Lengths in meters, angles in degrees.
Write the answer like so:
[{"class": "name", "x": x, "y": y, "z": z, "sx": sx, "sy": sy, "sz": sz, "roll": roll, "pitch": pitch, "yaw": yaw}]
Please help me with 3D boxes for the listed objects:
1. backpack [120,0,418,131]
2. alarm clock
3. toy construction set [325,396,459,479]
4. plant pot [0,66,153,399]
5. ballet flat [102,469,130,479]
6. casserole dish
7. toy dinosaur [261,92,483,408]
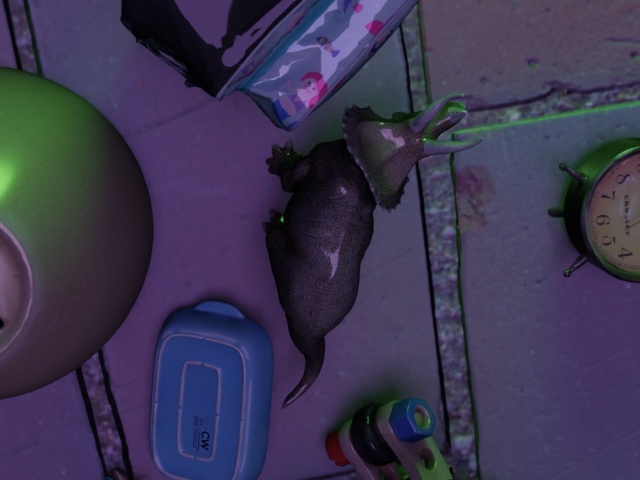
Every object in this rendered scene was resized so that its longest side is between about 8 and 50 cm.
[{"class": "backpack", "x": -0.034, "y": -0.204, "z": 0.725, "sx": 0.191, "sy": 0.253, "sz": 0.225, "roll": 42, "pitch": 91, "yaw": -19}, {"class": "alarm clock", "x": 0.312, "y": -0.031, "z": 0.914, "sx": 0.192, "sy": 0.064, "sz": 0.129, "roll": -6, "pitch": 104, "yaw": -5}, {"class": "toy construction set", "x": 0.074, "y": 0.326, "z": 0.898, "sx": 0.309, "sy": 0.257, "sz": 0.237, "roll": -41, "pitch": 120, "yaw": 17}, {"class": "plant pot", "x": -0.275, "y": 0.011, "z": 0.771, "sx": 0.284, "sy": 0.191, "sz": 0.284, "roll": -2, "pitch": 103, "yaw": -9}, {"class": "ballet flat", "x": -0.162, "y": 0.293, "z": 0.923, "sx": 0.052, "sy": 0.057, "sz": 0.168, "roll": -12, "pitch": 87, "yaw": -37}, {"class": "casserole dish", "x": -0.104, "y": 0.149, "z": 0.889, "sx": 0.114, "sy": 0.037, "sz": 0.188, "roll": 9, "pitch": 104, "yaw": 14}, {"class": "toy dinosaur", "x": 0.000, "y": 0.000, "z": 0.825, "sx": 0.121, "sy": 0.160, "sz": 0.313, "roll": 25, "pitch": 98, "yaw": -13}]
